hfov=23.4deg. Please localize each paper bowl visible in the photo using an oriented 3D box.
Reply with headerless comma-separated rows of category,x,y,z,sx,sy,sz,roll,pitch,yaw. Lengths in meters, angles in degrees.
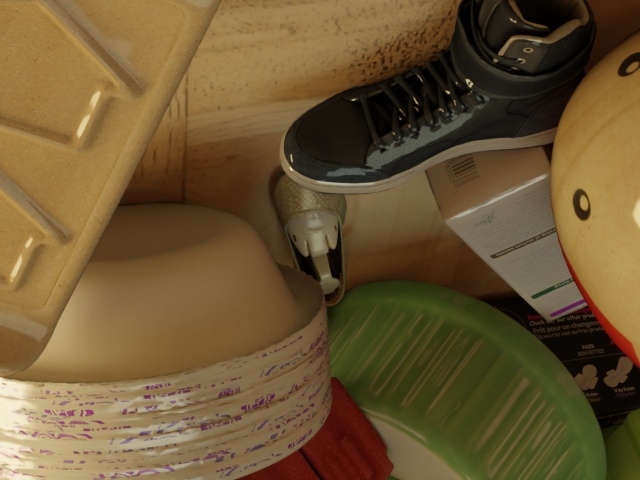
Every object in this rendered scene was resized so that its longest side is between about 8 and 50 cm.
paper bowl,-0.136,0.064,1.113,0.284,0.284,0.148,-8,106,-13

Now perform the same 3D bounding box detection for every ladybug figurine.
ladybug figurine,0.288,-0.037,1.128,0.162,0.305,0.449,20,180,28

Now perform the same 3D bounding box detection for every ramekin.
ramekin,0.080,0.198,1.346,0.148,0.303,0.303,-47,174,-42

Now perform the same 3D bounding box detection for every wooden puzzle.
wooden puzzle,-0.256,-0.097,0.859,0.322,0.080,0.348,17,128,-18

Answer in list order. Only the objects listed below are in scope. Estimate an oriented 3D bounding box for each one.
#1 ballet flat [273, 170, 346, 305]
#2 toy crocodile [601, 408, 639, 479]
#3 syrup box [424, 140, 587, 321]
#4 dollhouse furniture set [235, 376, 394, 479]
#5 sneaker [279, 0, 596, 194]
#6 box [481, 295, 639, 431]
ballet flat,0.000,0.000,1.245,0.057,0.052,0.168,-16,150,1
toy crocodile,0.256,0.266,1.462,0.105,0.115,0.340,-7,150,-15
syrup box,0.170,-0.026,1.240,0.096,0.093,0.237,-26,149,16
dollhouse furniture set,0.004,0.299,1.260,0.201,0.374,0.152,-23,-162,46
sneaker,0.079,-0.114,1.052,0.226,0.086,0.163,-16,155,-8
box,0.198,0.168,1.530,0.163,0.142,0.247,-8,150,-16
